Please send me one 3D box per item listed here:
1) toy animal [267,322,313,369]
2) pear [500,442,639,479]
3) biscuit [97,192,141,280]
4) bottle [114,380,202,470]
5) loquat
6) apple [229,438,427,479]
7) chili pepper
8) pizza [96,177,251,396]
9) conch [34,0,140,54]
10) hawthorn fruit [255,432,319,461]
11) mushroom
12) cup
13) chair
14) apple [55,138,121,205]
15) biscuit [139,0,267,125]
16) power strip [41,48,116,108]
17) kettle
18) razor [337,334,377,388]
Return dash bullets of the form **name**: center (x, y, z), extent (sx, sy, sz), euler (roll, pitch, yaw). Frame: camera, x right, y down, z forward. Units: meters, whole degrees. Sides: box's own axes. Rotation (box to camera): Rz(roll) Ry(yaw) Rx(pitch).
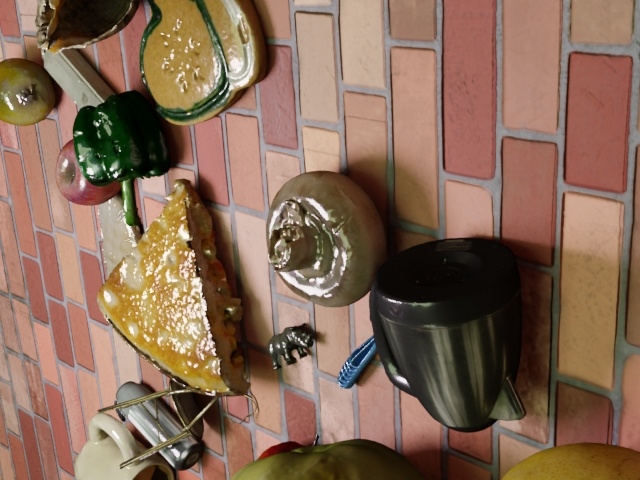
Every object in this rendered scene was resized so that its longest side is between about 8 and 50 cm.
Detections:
- **toy animal**: center (-0.054, 0.193, 1.748), extent (0.135, 0.047, 0.065), euler (-35, 72, 54)
- **pear**: center (0.365, 0.413, 1.219), extent (0.314, 0.314, 0.315), euler (21, 121, 40)
- **biscuit**: center (-0.436, 0.028, 2.084), extent (0.141, 0.038, 0.290), euler (22, 122, 39)
- **bottle**: center (-0.378, 0.426, 2.155), extent (0.253, 0.096, 0.079), euler (39, 174, 28)
- **loquat**: center (-0.679, -0.333, 2.113), extent (0.195, 0.152, 0.152), euler (19, 120, 50)
- **apple**: center (0.026, 0.542, 1.517), extent (0.473, 0.473, 0.474), euler (21, 121, 40)
- **chili pepper**: center (-0.381, -0.158, 1.860), extent (0.165, 0.174, 0.261), euler (-14, 95, 23)
- **pizza**: center (-0.264, 0.081, 1.877), extent (0.439, 0.130, 0.406), euler (25, 110, 35)
- **conch**: center (-0.432, -0.477, 1.772), extent (0.210, 0.159, 0.291), euler (22, 92, -2)
- **hawthorn fruit**: center (-0.051, 0.446, 1.788), extent (0.157, 0.157, 0.194), euler (39, 111, 29)
- **mushroom**: center (0.000, 0.000, 1.511), extent (0.226, 0.178, 0.227), euler (9, 105, 39)
- **cup**: center (-0.488, 0.535, 2.221), extent (0.202, 0.173, 0.255), euler (22, 156, 38)
- **chair**: center (-0.290, 0.359, 2.007), extent (0.325, 0.170, 0.160), euler (-26, 81, 5)
- **apple**: center (-0.485, -0.149, 1.996), extent (0.153, 0.120, 0.154), euler (1, 92, 41)
- **biscuit**: center (-0.235, -0.361, 1.693), extent (0.343, 0.057, 0.288), euler (-19, 92, 48)
- **power strip**: center (-0.501, -0.327, 1.992), extent (0.272, 0.052, 0.078), euler (47, 135, 23)
- **kettle**: center (0.180, 0.160, 1.369), extent (0.250, 0.207, 0.271), euler (-7, 113, 18)
- **razor**: center (0.085, 0.175, 1.597), extent (0.253, 0.042, 0.082), euler (-63, 39, 42)
